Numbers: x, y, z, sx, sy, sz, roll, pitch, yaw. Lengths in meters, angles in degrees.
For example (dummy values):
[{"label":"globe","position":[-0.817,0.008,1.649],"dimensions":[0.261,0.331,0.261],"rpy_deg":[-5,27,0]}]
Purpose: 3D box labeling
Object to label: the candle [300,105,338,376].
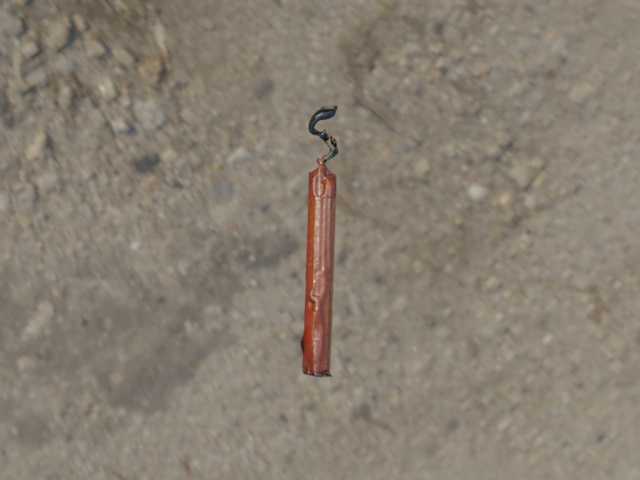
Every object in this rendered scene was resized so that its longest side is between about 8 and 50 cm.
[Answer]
[{"label":"candle","position":[-0.001,0.000,1.005],"dimensions":[0.021,0.026,0.167],"rpy_deg":[1,90,-4]}]
